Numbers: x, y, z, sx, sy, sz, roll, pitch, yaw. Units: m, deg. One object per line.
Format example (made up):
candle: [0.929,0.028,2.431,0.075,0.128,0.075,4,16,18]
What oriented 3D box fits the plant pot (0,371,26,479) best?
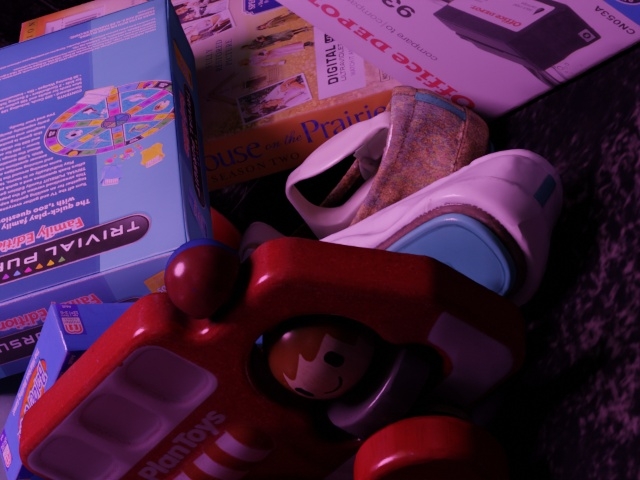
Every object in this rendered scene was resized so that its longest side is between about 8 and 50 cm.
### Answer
plant pot: [-0.255,0.247,1.513,0.341,0.341,0.334,-55,28,7]

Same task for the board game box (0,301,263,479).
board game box: [-0.112,0.110,1.331,0.047,0.210,0.160,65,144,36]

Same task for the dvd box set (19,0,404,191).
dvd box set: [-0.088,-0.160,1.704,0.420,0.062,0.307,-16,37,9]

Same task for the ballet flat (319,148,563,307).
ballet flat: [0.041,0.037,1.404,0.400,0.139,0.139,-29,34,46]

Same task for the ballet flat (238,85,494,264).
ballet flat: [0.000,0.000,1.540,0.348,0.123,0.123,-47,22,29]

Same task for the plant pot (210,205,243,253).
plant pot: [-0.244,0.056,1.859,0.243,0.275,0.275,-63,18,12]

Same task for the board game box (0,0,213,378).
board game box: [-0.224,-0.043,1.525,0.254,0.079,0.336,-17,43,7]

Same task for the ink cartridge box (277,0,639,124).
ink cartridge box: [0.136,-0.232,1.400,0.307,0.223,0.129,-27,36,55]

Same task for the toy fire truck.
toy fire truck: [-0.026,0.107,1.205,0.302,0.254,0.169,-44,31,35]
